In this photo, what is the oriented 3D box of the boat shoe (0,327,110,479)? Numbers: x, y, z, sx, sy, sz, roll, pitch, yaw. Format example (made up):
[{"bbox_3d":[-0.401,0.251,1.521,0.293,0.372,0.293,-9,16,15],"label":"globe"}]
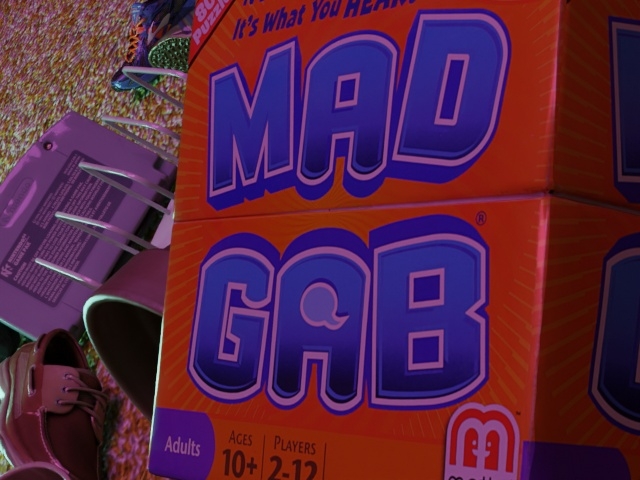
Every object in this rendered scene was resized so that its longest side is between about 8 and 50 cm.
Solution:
[{"bbox_3d":[-0.315,0.202,1.684,0.116,0.123,0.324,-47,33,5],"label":"boat shoe"}]

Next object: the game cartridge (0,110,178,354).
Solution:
[{"bbox_3d":[-0.347,-0.017,1.887,0.198,0.062,0.297,27,78,15],"label":"game cartridge"}]

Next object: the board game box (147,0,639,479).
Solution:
[{"bbox_3d":[0.141,0.007,0.955,0.356,0.356,0.356,-3,80,51],"label":"board game box"}]

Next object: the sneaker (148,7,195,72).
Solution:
[{"bbox_3d":[-0.167,-0.313,2.058,0.192,0.064,0.086,-23,35,39],"label":"sneaker"}]

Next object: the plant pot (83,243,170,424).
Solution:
[{"bbox_3d":[-0.003,0.069,1.275,0.323,0.323,0.280,2,44,53],"label":"plant pot"}]

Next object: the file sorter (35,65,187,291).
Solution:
[{"bbox_3d":[-0.193,-0.049,1.687,0.193,0.173,0.278,14,78,56],"label":"file sorter"}]

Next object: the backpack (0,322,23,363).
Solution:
[{"bbox_3d":[-0.446,0.066,1.984,0.115,0.152,0.182,-15,35,37],"label":"backpack"}]

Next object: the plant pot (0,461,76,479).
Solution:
[{"bbox_3d":[-0.186,0.364,1.204,0.256,0.274,0.256,-34,36,29],"label":"plant pot"}]

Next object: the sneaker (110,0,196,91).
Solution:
[{"bbox_3d":[-0.265,-0.324,2.166,0.083,0.087,0.221,7,64,55],"label":"sneaker"}]
